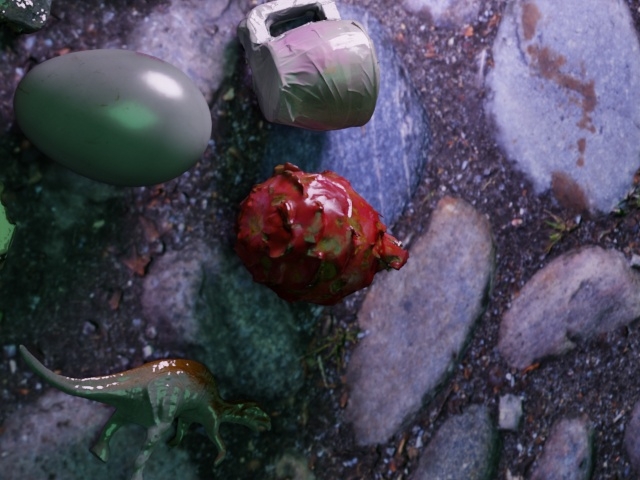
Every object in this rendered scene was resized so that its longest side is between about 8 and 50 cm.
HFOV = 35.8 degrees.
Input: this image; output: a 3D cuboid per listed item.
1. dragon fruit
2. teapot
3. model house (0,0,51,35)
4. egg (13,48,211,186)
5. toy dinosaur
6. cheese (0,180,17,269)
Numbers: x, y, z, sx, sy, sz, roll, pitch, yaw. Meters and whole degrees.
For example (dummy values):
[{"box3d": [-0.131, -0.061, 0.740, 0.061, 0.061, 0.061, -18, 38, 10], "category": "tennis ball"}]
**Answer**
[{"box3d": [0.000, 0.000, 1.473, 0.268, 0.210, 0.205, 11, 58, -23], "category": "dragon fruit"}, {"box3d": [-0.019, -0.271, 1.479, 0.178, 0.163, 0.221, -10, 94, -22], "category": "teapot"}, {"box3d": [-0.415, -0.311, 1.342, 0.083, 0.066, 0.079, 22, 69, -43], "category": "model house"}, {"box3d": [-0.277, -0.167, 1.337, 0.264, 0.183, 0.183, 8, 87, -20], "category": "egg"}, {"box3d": [-0.260, 0.240, 1.400, 0.393, 0.092, 0.205, 35, 75, -21], "category": "toy dinosaur"}, {"box3d": [-0.520, -0.050, 1.287, 0.255, 0.050, 0.127, 22, 81, -25], "category": "cheese"}]
